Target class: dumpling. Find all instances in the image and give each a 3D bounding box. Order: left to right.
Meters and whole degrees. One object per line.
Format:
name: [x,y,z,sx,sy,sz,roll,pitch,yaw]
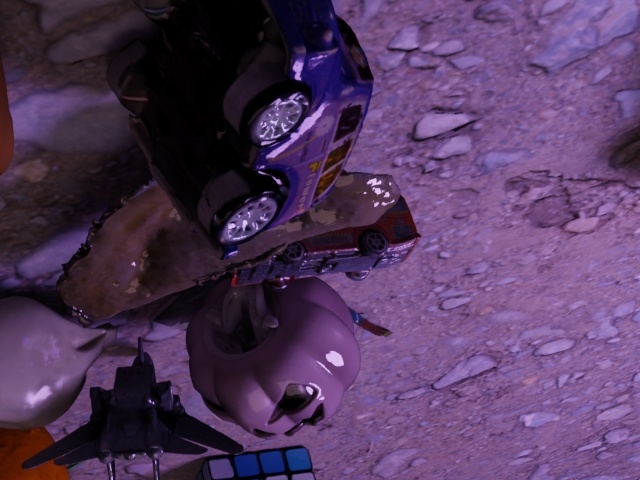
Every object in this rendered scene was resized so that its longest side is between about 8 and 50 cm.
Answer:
dumpling: [-0.329,0.134,1.320,0.252,0.131,0.179,-17,176,-45]
dumpling: [-0.107,-0.035,1.201,0.332,0.086,0.166,-22,135,12]

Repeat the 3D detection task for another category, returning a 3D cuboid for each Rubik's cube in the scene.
Rubik's cube: [-0.087,0.389,1.841,0.151,0.154,0.155,-3,147,-20]

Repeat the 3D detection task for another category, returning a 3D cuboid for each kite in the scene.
kite: [-0.027,0.086,1.509,0.169,0.015,0.310,-35,144,27]

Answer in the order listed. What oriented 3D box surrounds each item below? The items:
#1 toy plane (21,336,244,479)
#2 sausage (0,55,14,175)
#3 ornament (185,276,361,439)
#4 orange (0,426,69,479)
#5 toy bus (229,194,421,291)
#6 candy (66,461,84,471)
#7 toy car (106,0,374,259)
toy plane: [-0.186,0.159,1.376,0.212,0.267,0.088,-4,115,-2]
sausage: [-0.292,-0.109,0.955,0.136,0.120,0.241,0,149,1]
ornament: [-0.052,0.108,1.365,0.178,0.177,0.177,-12,150,-7]
orange: [-0.399,0.279,1.390,0.284,0.226,0.284,2,-169,0]
toy bus: [0.000,0.000,1.318,0.192,0.077,0.065,-6,151,-22]
candy: [-0.361,0.310,1.695,0.203,0.061,0.061,-30,148,7]
toy car: [-0.048,-0.120,1.029,0.158,0.172,0.235,-19,150,-33]
